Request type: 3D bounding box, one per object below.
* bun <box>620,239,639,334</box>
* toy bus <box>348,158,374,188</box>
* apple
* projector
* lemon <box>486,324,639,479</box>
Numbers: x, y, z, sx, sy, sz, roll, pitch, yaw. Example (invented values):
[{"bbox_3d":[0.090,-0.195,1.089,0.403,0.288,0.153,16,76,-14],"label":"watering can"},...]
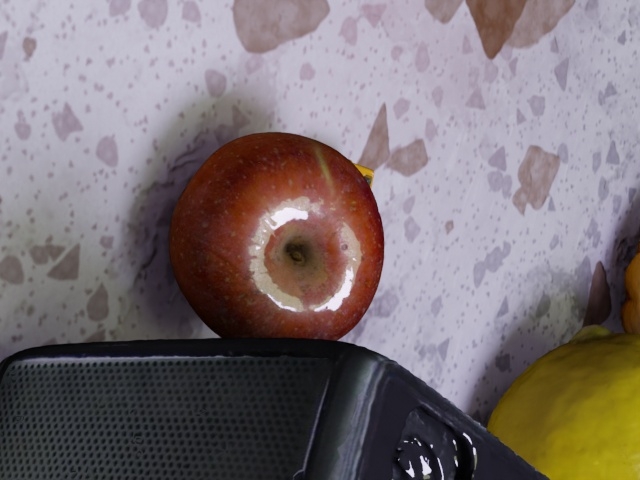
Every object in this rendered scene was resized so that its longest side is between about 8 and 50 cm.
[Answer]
[{"bbox_3d":[0.468,0.082,2.250,0.299,0.165,0.299,0,90,-47],"label":"bun"},{"bbox_3d":[0.000,0.000,1.784,0.074,0.069,0.162,15,86,-51],"label":"toy bus"},{"bbox_3d":[-0.040,0.001,1.661,0.201,0.162,0.201,-2,96,-17],"label":"apple"},{"bbox_3d":[-0.047,0.259,1.520,0.395,0.405,0.242,39,58,-46],"label":"projector"},{"bbox_3d":[0.331,0.264,2.026,0.364,0.364,0.364,-13,108,-46],"label":"lemon"}]
